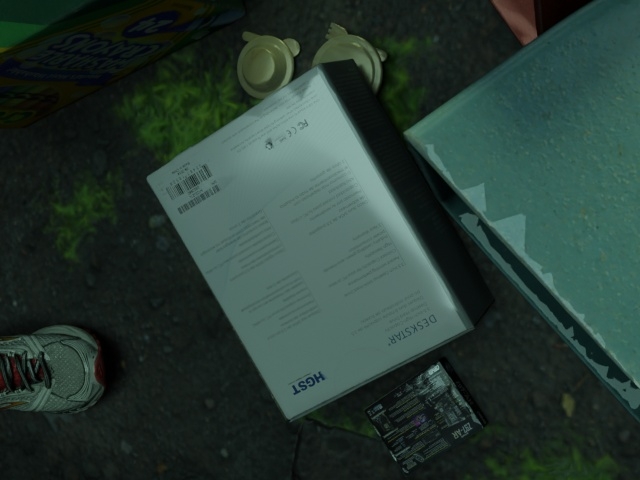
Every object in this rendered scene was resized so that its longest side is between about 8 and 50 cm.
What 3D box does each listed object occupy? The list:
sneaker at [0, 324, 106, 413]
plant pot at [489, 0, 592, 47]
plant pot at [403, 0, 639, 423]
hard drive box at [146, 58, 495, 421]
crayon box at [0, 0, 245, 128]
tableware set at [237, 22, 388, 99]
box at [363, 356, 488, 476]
[{"bbox_3d":[-0.303,0.132,1.039,0.225,0.092,0.088,-7,92,24],"label":"sneaker"},{"bbox_3d":[0.167,-0.306,0.717,0.235,0.267,0.267,-35,80,9],"label":"plant pot"},{"bbox_3d":[0.240,-0.039,0.715,0.252,0.247,0.248,-41,77,3],"label":"plant pot"},{"bbox_3d":[0.000,0.000,0.880,0.181,0.089,0.232,-29,90,23],"label":"hard drive box"},{"bbox_3d":[-0.252,-0.172,0.931,0.323,0.203,0.083,-20,87,24],"label":"crayon box"},{"bbox_3d":[-0.018,-0.104,0.934,0.141,0.020,0.169,13,100,22],"label":"tableware set"},{"bbox_3d":[0.087,0.147,0.909,0.083,0.018,0.067,-38,79,22],"label":"box"}]
